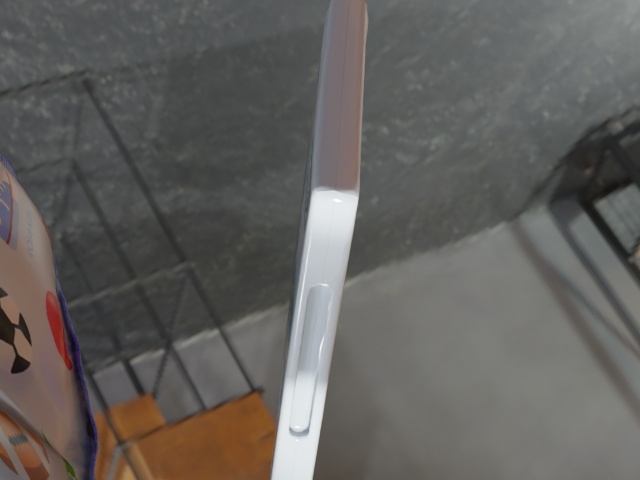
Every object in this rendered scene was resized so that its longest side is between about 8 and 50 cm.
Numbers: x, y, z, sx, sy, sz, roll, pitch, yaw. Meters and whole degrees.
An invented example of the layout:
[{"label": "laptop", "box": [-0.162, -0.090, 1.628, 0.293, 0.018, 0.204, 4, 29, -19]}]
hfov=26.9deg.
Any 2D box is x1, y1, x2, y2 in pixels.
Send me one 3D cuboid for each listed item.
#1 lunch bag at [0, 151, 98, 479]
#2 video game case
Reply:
[{"label": "lunch bag", "box": [-0.276, 0.051, 0.557, 0.385, 0.328, 0.239, 21, 118, -30]}, {"label": "video game case", "box": [0.000, 0.000, 0.528, 0.019, 0.157, 0.143, 7, 124, -2]}]
